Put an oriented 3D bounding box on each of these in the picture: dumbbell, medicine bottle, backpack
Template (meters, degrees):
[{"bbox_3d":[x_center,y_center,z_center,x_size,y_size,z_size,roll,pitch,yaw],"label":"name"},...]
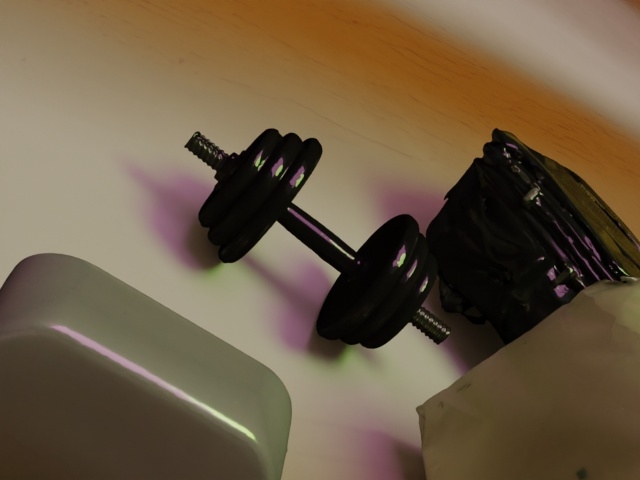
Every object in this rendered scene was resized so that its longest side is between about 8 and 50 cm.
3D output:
[{"bbox_3d":[0.000,0.000,0.629,0.208,0.099,0.099,38,33,-10],"label":"dumbbell"},{"bbox_3d":[-0.110,0.068,0.414,0.183,0.119,0.069,32,35,-17],"label":"medicine bottle"},{"bbox_3d":[0.199,0.047,0.756,0.206,0.133,0.258,9,35,-53],"label":"backpack"}]

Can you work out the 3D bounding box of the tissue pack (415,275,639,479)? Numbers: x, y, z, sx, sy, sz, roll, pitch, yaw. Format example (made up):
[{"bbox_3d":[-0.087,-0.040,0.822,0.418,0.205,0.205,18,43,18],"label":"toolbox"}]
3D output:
[{"bbox_3d":[0.228,0.244,0.513,0.297,0.207,0.380,28,37,-27],"label":"tissue pack"}]
